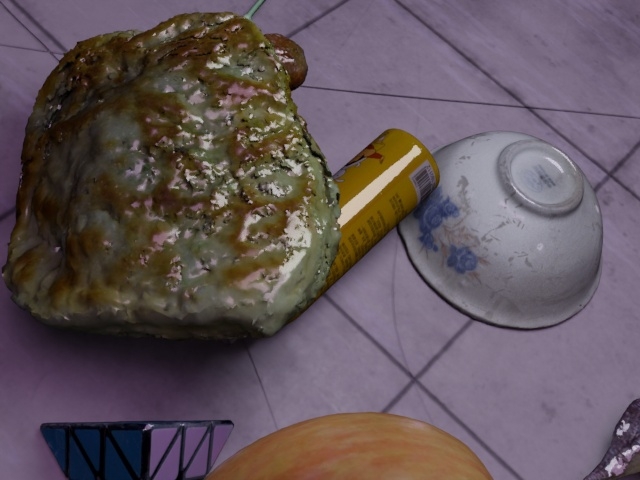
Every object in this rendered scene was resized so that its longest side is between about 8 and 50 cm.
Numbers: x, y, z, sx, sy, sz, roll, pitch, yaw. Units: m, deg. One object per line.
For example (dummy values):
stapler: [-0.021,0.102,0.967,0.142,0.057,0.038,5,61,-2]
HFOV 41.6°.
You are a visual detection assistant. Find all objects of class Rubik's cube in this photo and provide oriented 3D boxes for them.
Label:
Rubik's cube: [-0.160,0.203,0.860,0.190,0.178,0.211,-30,72,-31]

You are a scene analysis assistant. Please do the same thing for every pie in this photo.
pie: [-0.179,-0.062,0.951,0.395,0.180,0.418,-12,56,9]

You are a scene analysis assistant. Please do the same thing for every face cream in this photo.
face cream: [0.000,0.000,1.049,0.105,0.105,0.348,43,68,13]

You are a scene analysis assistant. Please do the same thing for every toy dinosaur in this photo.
toy dinosaur: [0.455,0.258,1.048,0.294,0.077,0.162,-21,62,-40]

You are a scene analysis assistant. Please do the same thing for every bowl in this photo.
bowl: [0.271,-0.049,1.141,0.313,0.146,0.313,6,59,-10]

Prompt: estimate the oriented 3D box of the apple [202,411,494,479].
apple: [0.038,0.346,0.712,0.346,0.391,0.391,-26,67,-5]

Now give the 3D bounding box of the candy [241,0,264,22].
candy: [-0.113,-0.340,1.279,0.062,0.058,0.194,33,48,-3]
